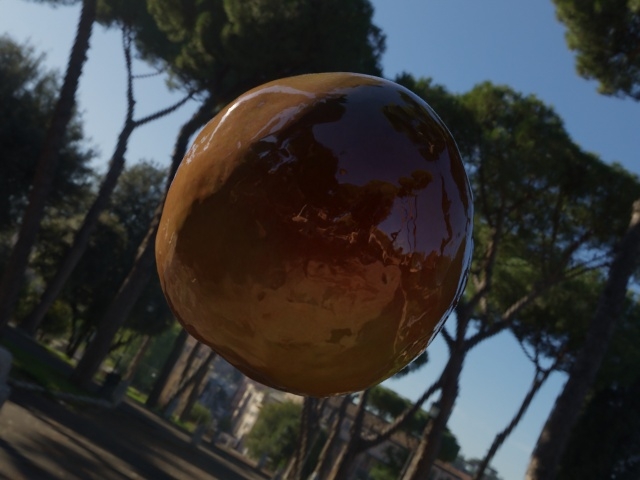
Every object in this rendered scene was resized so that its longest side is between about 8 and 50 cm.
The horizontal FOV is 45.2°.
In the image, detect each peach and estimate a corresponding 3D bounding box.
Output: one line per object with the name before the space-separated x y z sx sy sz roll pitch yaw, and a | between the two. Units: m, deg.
peach | 0.000 0.000 0.431 0.184 0.184 0.184 28 -12 6
